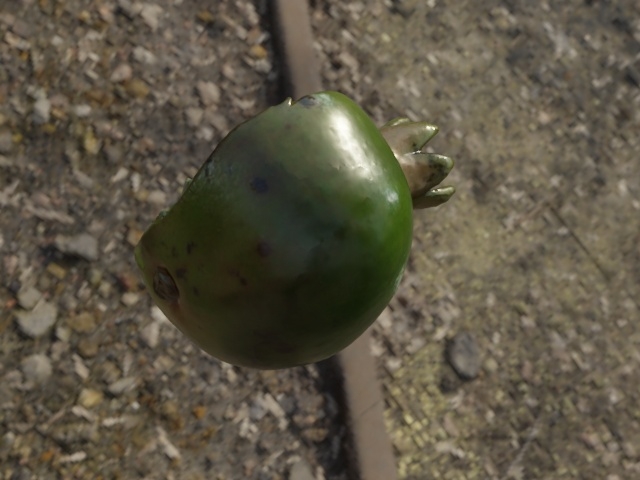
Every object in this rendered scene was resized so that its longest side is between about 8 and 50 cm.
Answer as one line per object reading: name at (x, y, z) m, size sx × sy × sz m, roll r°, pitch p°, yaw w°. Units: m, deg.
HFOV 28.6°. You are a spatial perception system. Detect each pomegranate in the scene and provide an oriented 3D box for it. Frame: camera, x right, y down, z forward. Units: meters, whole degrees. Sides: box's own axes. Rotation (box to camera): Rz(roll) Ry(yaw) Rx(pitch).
pomegranate at (0.000, 0.000, 1.254) m, size 0.358 × 0.310 × 0.216 m, roll -21°, pitch 72°, yaw -29°
